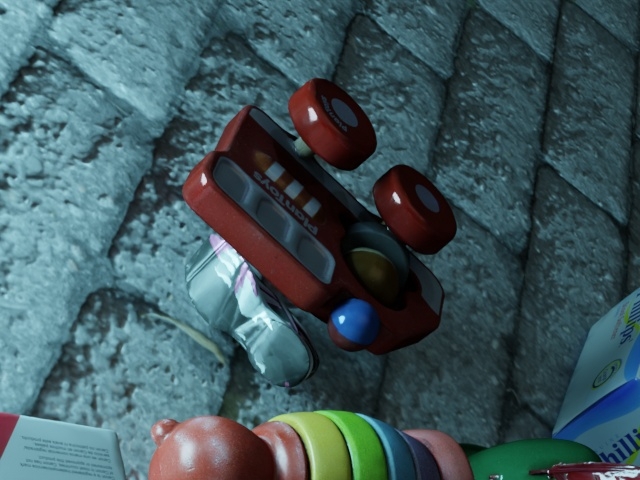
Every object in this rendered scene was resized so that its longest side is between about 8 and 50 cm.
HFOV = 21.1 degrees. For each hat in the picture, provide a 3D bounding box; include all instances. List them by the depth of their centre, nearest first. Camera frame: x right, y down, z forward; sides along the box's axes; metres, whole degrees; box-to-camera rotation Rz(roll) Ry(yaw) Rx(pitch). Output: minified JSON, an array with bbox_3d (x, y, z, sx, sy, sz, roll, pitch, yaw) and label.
[{"bbox_3d":[0.260,0.214,1.761,0.208,0.183,0.173,37,20,8],"label":"hat"}]

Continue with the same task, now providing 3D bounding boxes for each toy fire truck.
[{"bbox_3d":[0.000,0.000,1.714,0.302,0.169,0.254,45,26,-13],"label":"toy fire truck"}]

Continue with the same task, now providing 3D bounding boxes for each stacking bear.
[{"bbox_3d":[-0.021,0.225,1.519,0.289,0.164,0.175,13,45,-33],"label":"stacking bear"}]

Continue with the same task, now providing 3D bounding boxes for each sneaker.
[{"bbox_3d":[-0.066,0.076,1.712,0.178,0.072,0.077,55,11,16],"label":"sneaker"}]

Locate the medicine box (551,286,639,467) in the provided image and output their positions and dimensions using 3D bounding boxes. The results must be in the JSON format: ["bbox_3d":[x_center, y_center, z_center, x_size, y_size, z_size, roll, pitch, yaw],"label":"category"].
[{"bbox_3d":[0.444,0.222,2.029,0.289,0.149,0.263,43,33,-5],"label":"medicine box"}]

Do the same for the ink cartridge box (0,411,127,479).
[{"bbox_3d":[-0.232,0.270,1.266,0.197,0.114,0.273,16,43,-39],"label":"ink cartridge box"}]
